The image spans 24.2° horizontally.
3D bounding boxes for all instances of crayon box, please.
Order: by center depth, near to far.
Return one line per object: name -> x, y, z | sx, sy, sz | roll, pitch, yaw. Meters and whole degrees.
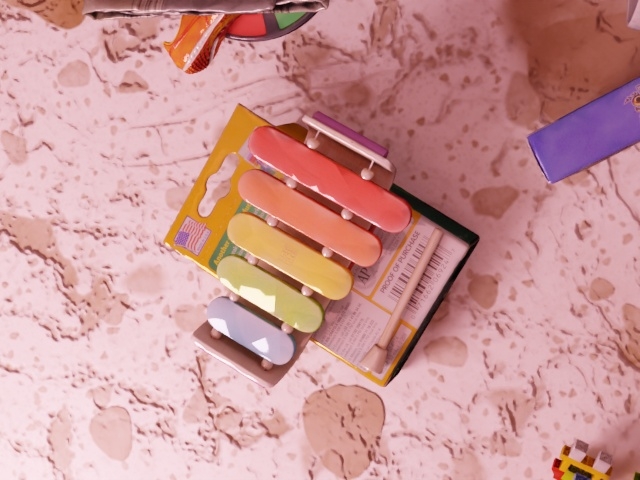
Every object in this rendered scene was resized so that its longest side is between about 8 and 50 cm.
crayon box -> 0.000, 0.000, 1.790 | 0.323, 0.083, 0.203 | 33, 105, 9

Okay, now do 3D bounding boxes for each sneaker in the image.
sneaker -> -0.127, -0.277, 1.761 | 0.067, 0.064, 0.175 | 47, 111, 14

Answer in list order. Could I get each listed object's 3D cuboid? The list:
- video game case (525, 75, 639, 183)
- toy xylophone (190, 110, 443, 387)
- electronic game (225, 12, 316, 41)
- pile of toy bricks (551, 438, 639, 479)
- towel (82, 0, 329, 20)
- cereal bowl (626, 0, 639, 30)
video game case -> 0.364, -0.151, 1.578 | 0.269, 0.244, 0.061 | -27, 88, 17
toy xylophone -> -0.001, 0.021, 1.707 | 0.236, 0.081, 0.323 | 22, 103, 12
electronic game -> -0.083, -0.352, 1.785 | 0.229, 0.048, 0.229 | 2, 98, 15
pile of toy bricks -> 0.357, 0.333, 1.731 | 0.212, 0.118, 0.105 | 25, 136, 3
towel -> -0.120, -0.407, 1.725 | 0.312, 0.056, 0.324 | 0, 74, 18
cereal bowl -> 0.412, -0.366, 1.495 | 0.141, 0.339, 0.339 | 12, 101, 7
